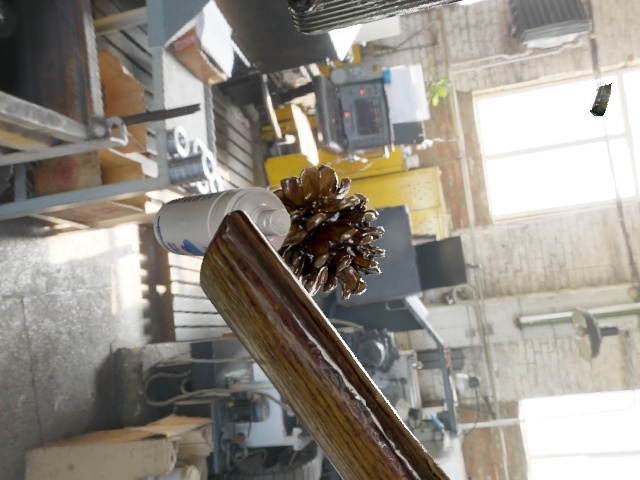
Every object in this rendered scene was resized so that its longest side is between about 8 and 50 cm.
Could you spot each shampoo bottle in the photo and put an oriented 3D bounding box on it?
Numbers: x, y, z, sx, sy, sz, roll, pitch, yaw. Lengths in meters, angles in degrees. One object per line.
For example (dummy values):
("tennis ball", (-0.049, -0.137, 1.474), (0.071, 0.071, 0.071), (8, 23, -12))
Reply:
("shampoo bottle", (-0.129, -0.020, 0.712), (0.092, 0.303, 0.092), (-1, 92, -36))

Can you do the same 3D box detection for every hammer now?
("hammer", (0.039, 0.151, 0.340), (0.409, 0.242, 0.095), (49, 32, 17))

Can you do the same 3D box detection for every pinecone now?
("pinecone", (0.001, -0.002, 0.778), (0.195, 0.179, 0.150), (44, 36, 2))

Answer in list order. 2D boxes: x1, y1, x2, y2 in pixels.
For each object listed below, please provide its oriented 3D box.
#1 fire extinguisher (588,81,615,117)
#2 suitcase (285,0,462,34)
("fire extinguisher", (0.496, -0.253, 0.952), (0.025, 0.038, 0.083), (54, 55, -33))
("suitcase", (0.090, -0.363, 0.600), (0.202, 0.312, 0.128), (72, 5, -59))
